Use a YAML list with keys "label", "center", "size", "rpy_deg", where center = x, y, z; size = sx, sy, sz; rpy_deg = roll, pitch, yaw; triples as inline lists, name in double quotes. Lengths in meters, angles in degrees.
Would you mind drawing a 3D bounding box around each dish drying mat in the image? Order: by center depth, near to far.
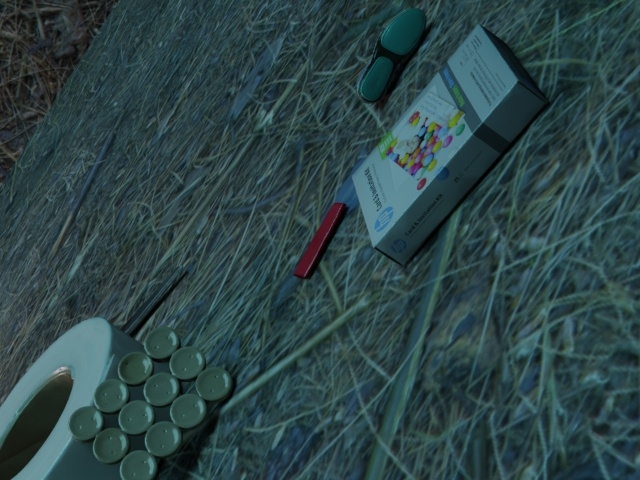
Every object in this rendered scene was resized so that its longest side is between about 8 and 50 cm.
- label: "dish drying mat"
  center: [0.000, 0.000, 1.247]
  size: [0.083, 0.008, 0.032]
  rpy_deg: [-62, 21, -9]

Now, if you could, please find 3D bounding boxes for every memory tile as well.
- label: "memory tile"
  center: [-0.167, 0.162, 1.241]
  size: [0.148, 0.113, 0.012]
  rpy_deg: [-48, -25, -20]

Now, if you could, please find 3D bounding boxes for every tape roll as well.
- label: "tape roll"
  center: [-0.278, 0.226, 1.378]
  size: [0.286, 0.100, 0.286]
  rpy_deg: [-42, 24, 24]

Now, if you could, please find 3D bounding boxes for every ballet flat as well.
- label: "ballet flat"
  center: [0.071, -0.193, 1.320]
  size: [0.114, 0.041, 0.041]
  rpy_deg: [-58, 22, -4]

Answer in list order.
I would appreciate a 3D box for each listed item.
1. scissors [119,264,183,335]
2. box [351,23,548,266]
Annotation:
- label: "scissors"
  center: [-0.263, 0.140, 1.604]
  size: [0.297, 0.021, 0.109]
  rpy_deg: [-38, 26, 37]
- label: "box"
  center: [0.106, -0.086, 1.100]
  size: [0.186, 0.038, 0.145]
  rpy_deg: [-51, 22, 19]
